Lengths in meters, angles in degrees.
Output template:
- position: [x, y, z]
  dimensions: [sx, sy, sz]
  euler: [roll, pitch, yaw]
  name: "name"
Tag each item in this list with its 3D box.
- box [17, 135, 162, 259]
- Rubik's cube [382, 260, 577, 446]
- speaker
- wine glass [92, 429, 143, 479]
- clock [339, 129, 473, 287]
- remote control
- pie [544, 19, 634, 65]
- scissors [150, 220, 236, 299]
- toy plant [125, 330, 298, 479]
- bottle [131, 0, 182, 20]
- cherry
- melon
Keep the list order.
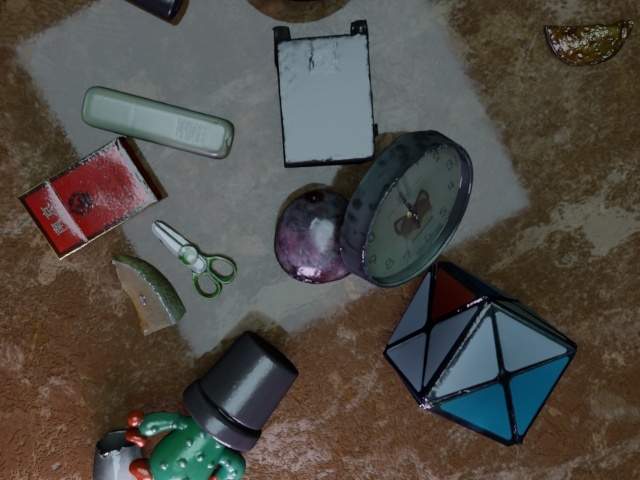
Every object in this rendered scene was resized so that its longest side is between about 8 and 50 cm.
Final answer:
- position: [-0.465, -0.087, 1.457]
  dimensions: [0.240, 0.074, 0.153]
  euler: [-30, 104, 3]
  name: "box"
- position: [0.310, 0.219, 1.435]
  dimensions: [0.246, 0.250, 0.248]
  euler: [27, 99, -20]
  name: "Rubik's cube"
- position: [0.008, -0.270, 1.379]
  dimensions: [0.184, 0.232, 0.254]
  euler: [-4, 94, -3]
  name: "speaker"
- position: [-0.428, 0.519, 1.527]
  dimensions: [0.111, 0.111, 0.204]
  euler: [-1, 102, -3]
  name: "wine glass"
- position: [0.173, -0.055, 1.391]
  dimensions: [0.067, 0.325, 0.325]
  euler: [35, 97, 35]
  name: "clock"
- position: [-0.332, -0.239, 1.460]
  dimensions: [0.309, 0.038, 0.090]
  euler: [13, 100, -4]
  name: "remote control"
- position: [0.562, -0.410, 1.489]
  dimensions: [0.191, 0.033, 0.088]
  euler: [-5, 102, -3]
  name: "pie"
- position: [-0.274, 0.031, 1.508]
  dimensions: [0.204, 0.027, 0.101]
  euler: [44, 93, -10]
  name: "scissors"
- position: [-0.218, 0.388, 1.488]
  dimensions: [0.400, 0.185, 0.279]
  euler: [-50, 141, 0]
  name: "toy plant"
- position: [-0.389, -0.517, 1.396]
  dimensions: [0.244, 0.082, 0.072]
  euler: [26, 98, -6]
  name: "bottle"
- position: [-0.002, -0.009, 1.443]
  dimensions: [0.195, 0.195, 0.195]
  euler: [0, 98, -3]
  name: "cherry"
- position: [-0.367, 0.104, 1.511]
  dimensions: [0.098, 0.054, 0.182]
  euler: [-21, 99, 15]
  name: "melon"
